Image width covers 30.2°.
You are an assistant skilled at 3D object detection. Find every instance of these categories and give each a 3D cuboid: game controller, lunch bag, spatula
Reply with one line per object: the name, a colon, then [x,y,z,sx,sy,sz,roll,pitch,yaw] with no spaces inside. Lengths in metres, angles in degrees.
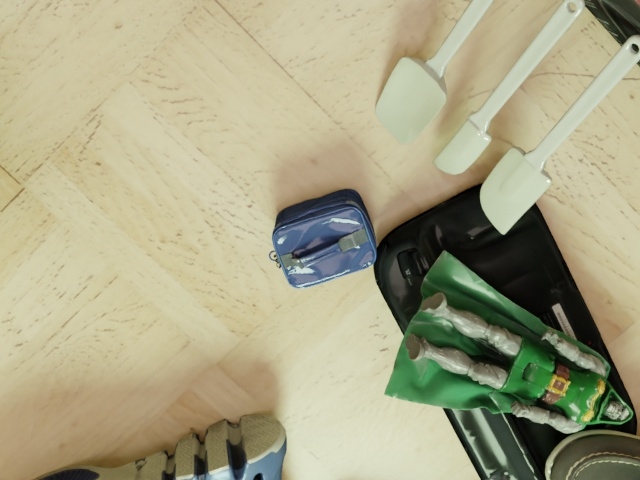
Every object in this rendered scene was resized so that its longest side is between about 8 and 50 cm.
game controller: [0.181,0.104,1.127,0.166,0.067,0.319,-30,106,-6]
lunch bag: [0.000,0.000,1.081,0.098,0.065,0.067,-20,107,6]
spatula: [0.149,-0.127,0.980,0.168,0.019,0.242,47,140,11]

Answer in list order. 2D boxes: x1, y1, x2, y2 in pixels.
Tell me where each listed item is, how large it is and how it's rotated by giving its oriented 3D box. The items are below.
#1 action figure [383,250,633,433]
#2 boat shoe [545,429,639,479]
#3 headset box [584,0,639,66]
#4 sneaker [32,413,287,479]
action figure: [0.185,0.117,1.067,0.232,0.063,0.137,23,92,-20]
boat shoe: [0.357,0.290,1.131,0.335,0.095,0.112,36,97,-22]
headset box: [0.309,-0.177,0.945,0.110,0.218,0.293,-44,104,9]
sneaker: [-0.160,0.303,1.146,0.315,0.127,0.182,-17,105,4]
